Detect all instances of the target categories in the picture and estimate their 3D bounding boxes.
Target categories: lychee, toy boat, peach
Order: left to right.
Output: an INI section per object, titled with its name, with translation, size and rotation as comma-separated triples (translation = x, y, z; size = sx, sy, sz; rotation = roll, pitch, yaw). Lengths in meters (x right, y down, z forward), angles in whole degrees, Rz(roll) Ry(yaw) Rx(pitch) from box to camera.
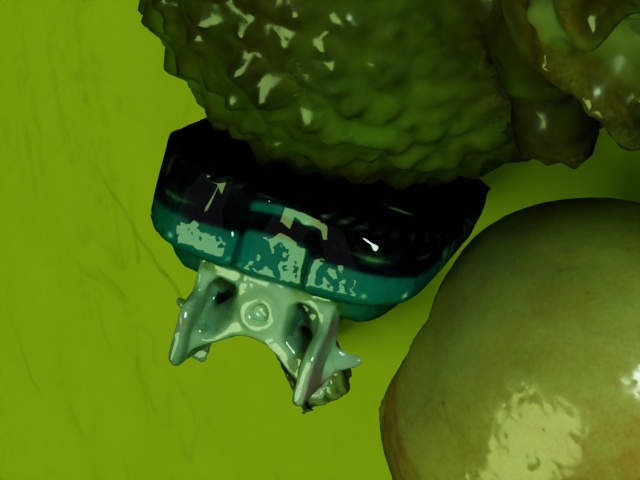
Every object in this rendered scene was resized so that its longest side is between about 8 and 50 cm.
[toy boat]
translation = 0.000, 0.000, 0.790
size = 0.134, 0.299, 0.092
rotation = 19, 102, 9
[lychee]
translation = 0.040, -0.149, 0.676
size = 0.270, 0.270, 0.320
rotation = 128, 142, -50
[peach]
translation = 0.144, 0.097, 0.763
size = 0.232, 0.232, 0.232
rotation = 27, 132, 35

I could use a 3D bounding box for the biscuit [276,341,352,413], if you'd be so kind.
[biscuit]
translation = -0.025, 0.029, 0.957
size = 0.121, 0.040, 0.199
rotation = 61, 179, -6
